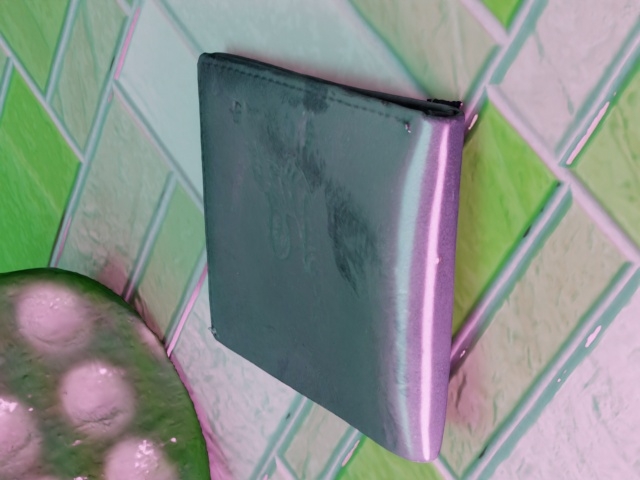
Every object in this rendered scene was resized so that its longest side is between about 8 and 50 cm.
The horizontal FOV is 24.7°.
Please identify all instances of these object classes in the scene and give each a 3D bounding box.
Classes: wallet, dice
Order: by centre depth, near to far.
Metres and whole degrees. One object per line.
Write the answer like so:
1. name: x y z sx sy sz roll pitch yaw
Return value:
1. wallet: 0.001 0.000 1.072 0.290 0.054 0.251 26 120 51
2. dice: -0.294 0.215 1.350 0.297 0.287 0.300 59 143 17
